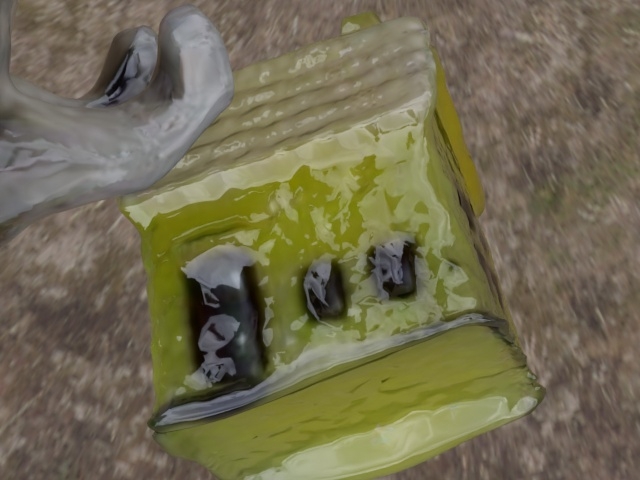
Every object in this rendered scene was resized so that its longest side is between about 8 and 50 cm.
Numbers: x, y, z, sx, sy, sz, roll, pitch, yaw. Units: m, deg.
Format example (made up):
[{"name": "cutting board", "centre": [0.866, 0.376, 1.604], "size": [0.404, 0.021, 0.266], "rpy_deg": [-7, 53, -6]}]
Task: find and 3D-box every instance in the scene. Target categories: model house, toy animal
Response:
[{"name": "model house", "centre": [0.000, 0.000, 0.964], "size": [0.193, 0.175, 0.234], "rpy_deg": [-19, 60, 12]}, {"name": "toy animal", "centre": [-0.219, -0.126, 0.772], "size": [0.303, 0.194, 0.344], "rpy_deg": [-26, 119, -16]}]
